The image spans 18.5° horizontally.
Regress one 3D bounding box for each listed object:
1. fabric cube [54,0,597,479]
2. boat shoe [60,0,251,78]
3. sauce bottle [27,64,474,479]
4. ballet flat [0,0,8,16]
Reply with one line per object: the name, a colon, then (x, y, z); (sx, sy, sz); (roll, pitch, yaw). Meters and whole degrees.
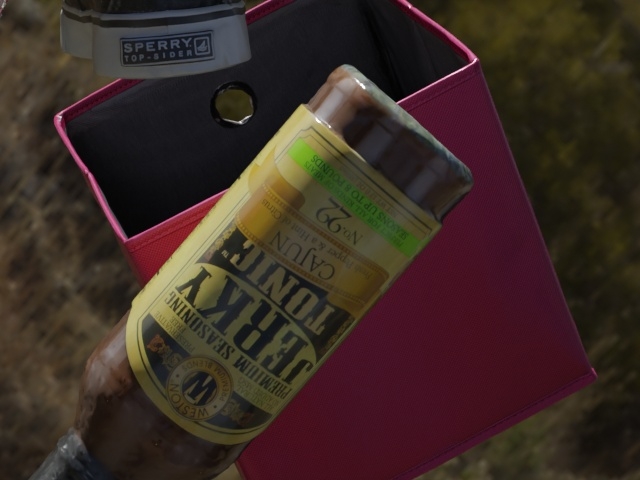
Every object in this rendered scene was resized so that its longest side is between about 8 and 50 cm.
fabric cube: (0.000, 0.000, 1.365); (0.258, 0.254, 0.259); (64, -6, -28)
boat shoe: (-0.064, -0.107, 0.777); (0.077, 0.070, 0.219); (-6, 10, -10)
sauce bottle: (-0.057, 0.060, 1.126); (0.111, 0.344, 0.111); (39, 4, -3)
ballet flat: (-0.320, -0.240, 1.808); (0.091, 0.077, 0.241); (42, 30, -26)
